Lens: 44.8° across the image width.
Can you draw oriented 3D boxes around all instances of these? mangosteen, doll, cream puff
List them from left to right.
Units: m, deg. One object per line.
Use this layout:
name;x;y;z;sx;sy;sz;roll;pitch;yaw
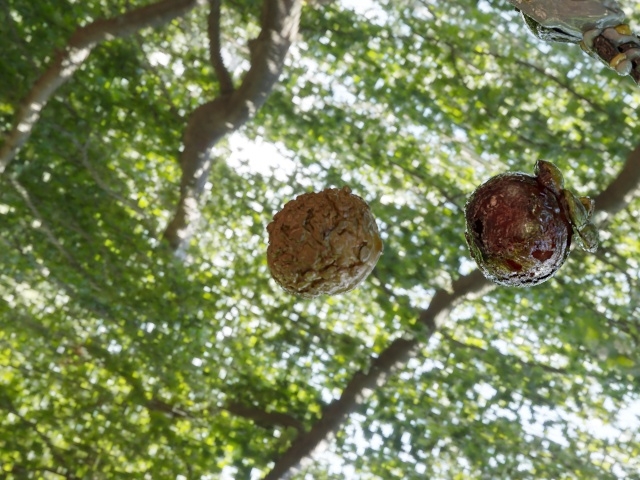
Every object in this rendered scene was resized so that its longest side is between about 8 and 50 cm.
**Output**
cream puff;0.000;0.000;1.045;0.165;0.150;0.115;-57;154;-6
mangosteen;0.284;-0.023;1.054;0.180;0.166;0.166;-23;-156;2
doll;0.356;-0.307;1.077;0.145;0.316;0.103;-36;159;-23
